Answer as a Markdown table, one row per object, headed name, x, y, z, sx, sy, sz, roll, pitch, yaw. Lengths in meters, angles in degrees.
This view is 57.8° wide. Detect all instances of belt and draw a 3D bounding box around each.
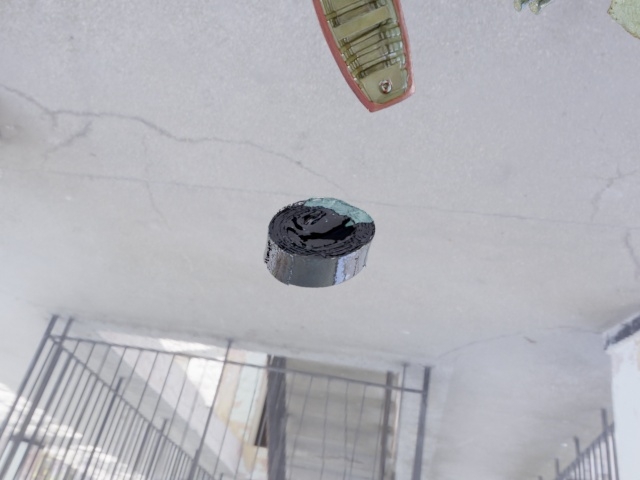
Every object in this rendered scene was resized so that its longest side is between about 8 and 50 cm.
| name | x | y | z | sx | sy | sz | roll | pitch | yaw |
| --- | --- | --- | --- | --- | --- | --- | --- | --- | --- |
| belt | 0.000 | 0.000 | 0.952 | 0.199 | 0.151 | 0.078 | -19 | 139 | -33 |

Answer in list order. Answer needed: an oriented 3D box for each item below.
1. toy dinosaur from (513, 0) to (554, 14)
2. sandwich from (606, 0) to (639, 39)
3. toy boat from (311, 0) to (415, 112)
| name | x | y | z | sx | sy | sz | roll | pitch | yaw |
| --- | --- | --- | --- | --- | --- | --- | --- | --- | --- |
| toy dinosaur | 0.399 | -0.445 | 0.902 | 0.188 | 0.075 | 0.247 | -35 | 153 | 0 |
| sandwich | 0.728 | -0.496 | 1.212 | 0.087 | 0.251 | 0.226 | -17 | 148 | -12 |
| toy boat | 0.042 | -0.395 | 0.899 | 0.136 | 0.079 | 0.391 | -25 | 109 | -6 |
